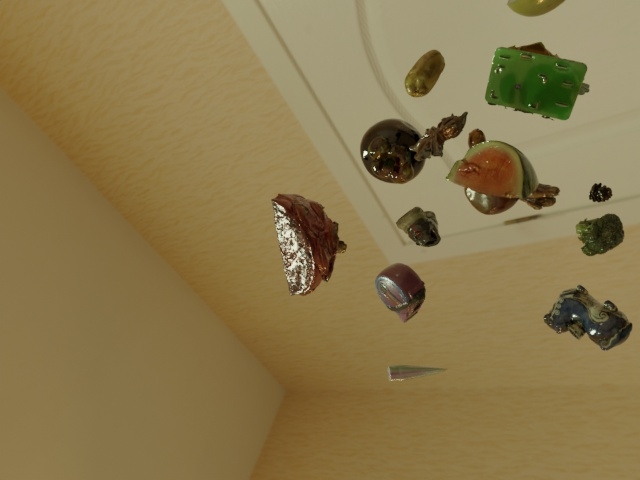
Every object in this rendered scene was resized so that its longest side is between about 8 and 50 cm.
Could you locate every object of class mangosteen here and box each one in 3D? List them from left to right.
[{"bbox_3d":[0.285,-0.339,1.981,0.275,0.275,0.302,59,-152,-24],"label":"mangosteen"}]

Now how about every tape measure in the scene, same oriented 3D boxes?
[{"bbox_3d":[0.360,0.224,2.238,0.149,0.245,0.231,-30,-112,-27],"label":"tape measure"}]

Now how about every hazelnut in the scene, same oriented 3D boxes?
[{"bbox_3d":[0.615,-0.201,1.781,0.210,0.186,0.210,11,-105,-48],"label":"hazelnut"}]

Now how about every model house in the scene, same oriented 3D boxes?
[{"bbox_3d":[0.879,-0.672,1.950,0.312,0.358,0.242,-51,-30,-34],"label":"model house"}]

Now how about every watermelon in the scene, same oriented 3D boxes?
[{"bbox_3d":[0.507,-0.220,1.419,0.159,0.303,0.128,-25,-63,-18],"label":"watermelon"}]

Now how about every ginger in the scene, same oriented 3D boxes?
[{"bbox_3d":[0.796,-0.161,1.833,0.073,0.162,0.103,-42,-49,-29],"label":"ginger"}]

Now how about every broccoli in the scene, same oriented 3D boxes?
[{"bbox_3d":[0.904,-0.022,1.614,0.162,0.138,0.145,-25,-56,-31],"label":"broccoli"}]

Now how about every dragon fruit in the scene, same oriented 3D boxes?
[{"bbox_3d":[0.000,0.000,1.441,0.205,0.152,0.316,-30,-62,-40],"label":"dragon fruit"}]

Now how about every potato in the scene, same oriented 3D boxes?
[{"bbox_3d":[0.355,-0.563,1.688,0.170,0.080,0.107,-52,-46,-3],"label":"potato"}]

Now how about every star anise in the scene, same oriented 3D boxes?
[{"bbox_3d":[0.364,-0.320,1.552,0.063,0.172,0.208,45,-104,-20],"label":"star anise"}]

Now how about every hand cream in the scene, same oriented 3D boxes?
[{"bbox_3d":[0.293,0.399,1.509,0.076,0.174,0.047,89,178,-68],"label":"hand cream"}]

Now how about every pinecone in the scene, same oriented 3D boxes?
[{"bbox_3d":[1.058,-0.177,1.877,0.077,0.083,0.077,-8,-66,-19],"label":"pinecone"}]

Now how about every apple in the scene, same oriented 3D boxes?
[{"bbox_3d":[0.965,-1.139,2.092,0.312,0.360,0.319,-6,-106,-32],"label":"apple"}]

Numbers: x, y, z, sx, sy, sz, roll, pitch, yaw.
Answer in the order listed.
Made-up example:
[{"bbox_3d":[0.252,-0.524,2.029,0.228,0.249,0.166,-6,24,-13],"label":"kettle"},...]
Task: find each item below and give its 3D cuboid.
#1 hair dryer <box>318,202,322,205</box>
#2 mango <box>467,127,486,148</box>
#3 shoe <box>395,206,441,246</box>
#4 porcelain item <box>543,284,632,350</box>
[{"bbox_3d":[-0.055,-0.039,2.028,0.196,0.075,0.219,-19,-83,-35],"label":"hair dryer"},{"bbox_3d":[0.592,-0.368,1.887,0.077,0.063,0.127,-55,-41,-29],"label":"mango"},{"bbox_3d":[0.302,-0.026,1.461,0.227,0.099,0.112,14,-138,-60],"label":"shoe"},{"bbox_3d":[0.931,0.280,1.749,0.138,0.186,0.288,43,-177,-29],"label":"porcelain item"}]
